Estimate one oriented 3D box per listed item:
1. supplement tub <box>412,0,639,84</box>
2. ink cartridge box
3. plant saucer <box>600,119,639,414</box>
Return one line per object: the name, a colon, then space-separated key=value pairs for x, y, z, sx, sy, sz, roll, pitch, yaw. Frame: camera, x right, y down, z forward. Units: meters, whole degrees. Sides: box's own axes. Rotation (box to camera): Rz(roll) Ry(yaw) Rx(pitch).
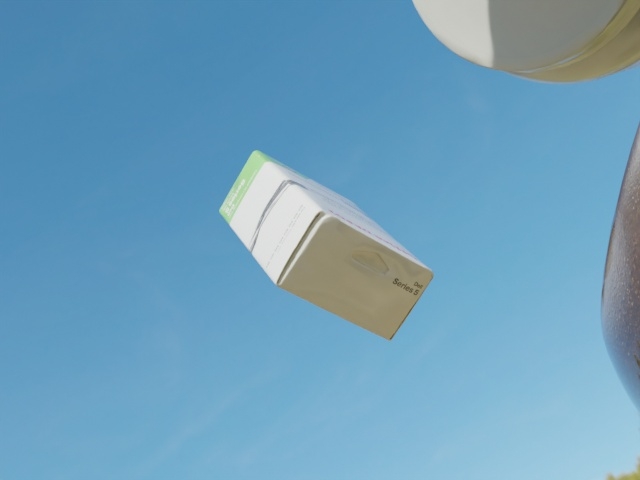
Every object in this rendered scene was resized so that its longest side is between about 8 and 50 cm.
supplement tub: x=0.232 y=-0.253 z=0.723 sx=0.316 sy=0.228 sz=0.228 roll=-21 pitch=-27 yaw=-48
ink cartridge box: x=0.000 y=0.000 z=1.183 sx=0.198 sy=0.273 sz=0.115 roll=28 pitch=-81 yaw=-29
plant saucer: x=0.214 y=-0.049 z=0.449 sx=0.310 sy=0.050 sz=0.311 roll=-36 pitch=-44 yaw=-44
